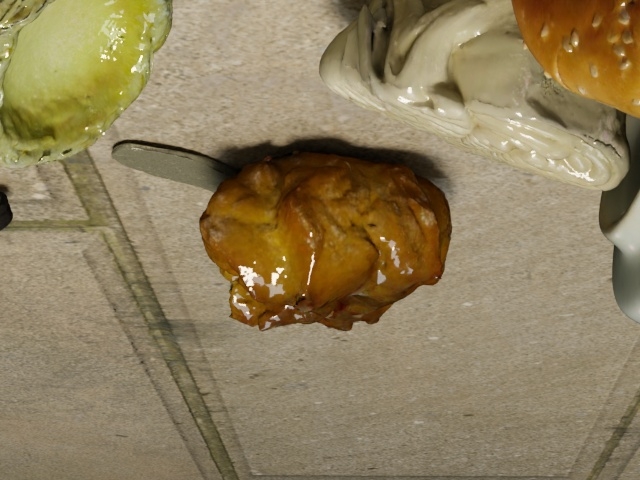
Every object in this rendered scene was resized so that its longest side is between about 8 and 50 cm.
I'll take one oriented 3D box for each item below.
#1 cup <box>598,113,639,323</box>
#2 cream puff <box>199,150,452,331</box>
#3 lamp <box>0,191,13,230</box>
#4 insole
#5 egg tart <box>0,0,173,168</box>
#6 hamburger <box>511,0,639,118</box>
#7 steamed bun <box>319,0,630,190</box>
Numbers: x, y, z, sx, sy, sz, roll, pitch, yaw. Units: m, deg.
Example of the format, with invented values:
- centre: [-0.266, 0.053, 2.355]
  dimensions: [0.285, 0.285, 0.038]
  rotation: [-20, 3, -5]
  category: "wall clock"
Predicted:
- centre: [0.304, -0.055, 1.096]
  dimensions: [0.163, 0.347, 0.347]
  rotation: [18, 158, -2]
  category: "cup"
- centre: [0.000, 0.000, 1.464]
  dimensions: [0.269, 0.155, 0.241]
  rotation: [-2, 161, -39]
  category: "cream puff"
- centre: [-0.474, 0.018, 1.598]
  dimensions: [0.371, 0.130, 0.109]
  rotation: [-9, 115, 12]
  category: "lamp"
- centre: [-0.116, -0.065, 1.487]
  dimensions: [0.192, 0.010, 0.063]
  rotation: [17, 155, -39]
  category: "insole"
- centre: [-0.195, -0.142, 1.098]
  dimensions: [0.078, 0.197, 0.197]
  rotation: [38, 173, 24]
  category: "egg tart"
- centre: [0.229, -0.182, 0.845]
  dimensions: [0.146, 0.243, 0.286]
  rotation: [18, 138, -33]
  category: "hamburger"
- centre: [0.122, -0.137, 1.113]
  dimensions: [0.211, 0.144, 0.218]
  rotation: [20, -177, -19]
  category: "steamed bun"
